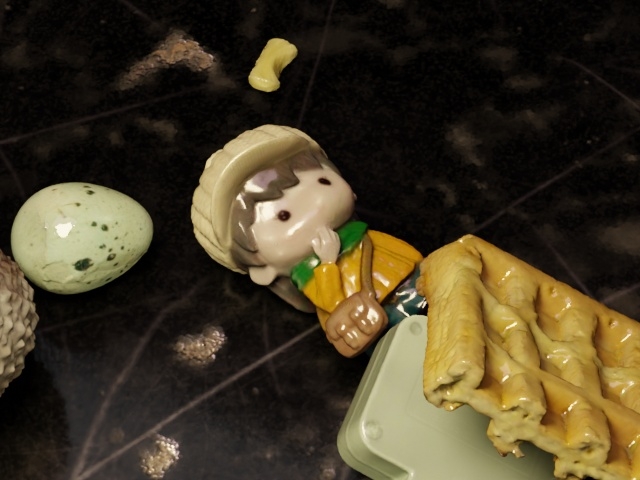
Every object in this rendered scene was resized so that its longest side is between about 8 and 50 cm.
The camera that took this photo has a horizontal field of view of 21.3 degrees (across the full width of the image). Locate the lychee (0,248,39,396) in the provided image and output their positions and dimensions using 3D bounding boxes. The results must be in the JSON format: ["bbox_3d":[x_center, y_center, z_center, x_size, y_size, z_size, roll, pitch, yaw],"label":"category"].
[{"bbox_3d":[-0.446,0.088,1.797,0.300,0.300,0.300,-1,55,1],"label":"lychee"}]

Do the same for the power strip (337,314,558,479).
[{"bbox_3d":[0.136,0.229,1.729,0.229,0.141,0.261,29,64,-7],"label":"power strip"}]

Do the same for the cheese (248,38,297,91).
[{"bbox_3d":[-0.059,-0.220,2.146,0.044,0.030,0.083,11,50,17],"label":"cheese"}]

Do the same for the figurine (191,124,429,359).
[{"bbox_3d":[-0.002,0.016,1.924,0.332,0.204,0.185,48,64,-3],"label":"figurine"}]

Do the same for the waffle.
[{"bbox_3d":[0.259,0.141,1.725,0.348,0.077,0.304,27,27,-9],"label":"waffle"}]

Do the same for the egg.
[{"bbox_3d":[-0.271,-0.003,1.944,0.164,0.131,0.131,-8,55,-12],"label":"egg"}]
